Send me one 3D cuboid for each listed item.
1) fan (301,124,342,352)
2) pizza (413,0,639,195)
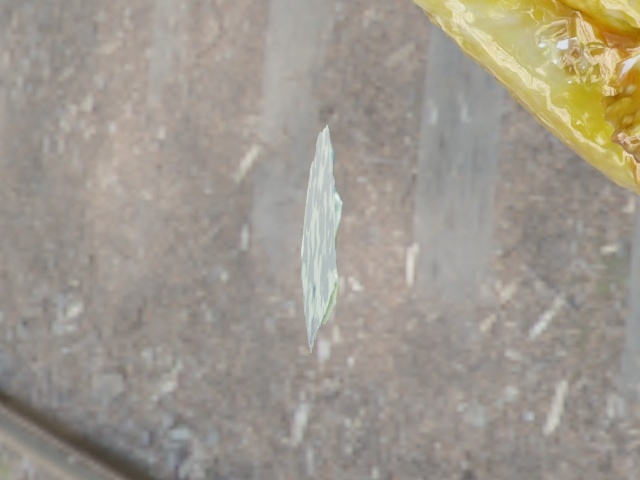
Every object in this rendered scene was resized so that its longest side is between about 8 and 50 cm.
[{"bbox_3d":[0.000,0.000,0.915,0.240,0.009,0.131,-174,85,-86],"label":"fan"},{"bbox_3d":[0.156,-0.045,0.316,0.335,0.086,0.226,22,153,23],"label":"pizza"}]
